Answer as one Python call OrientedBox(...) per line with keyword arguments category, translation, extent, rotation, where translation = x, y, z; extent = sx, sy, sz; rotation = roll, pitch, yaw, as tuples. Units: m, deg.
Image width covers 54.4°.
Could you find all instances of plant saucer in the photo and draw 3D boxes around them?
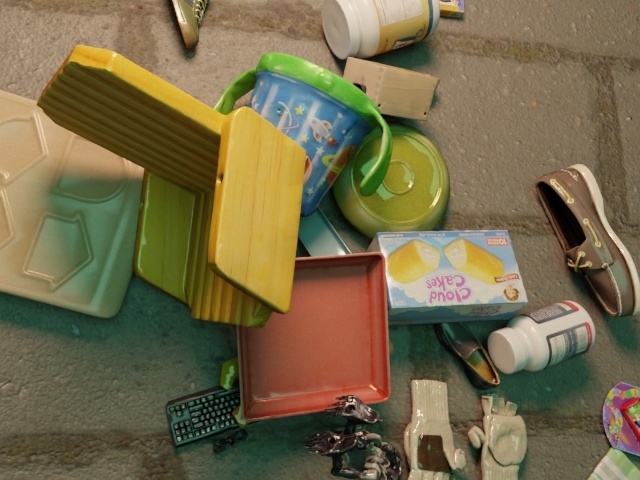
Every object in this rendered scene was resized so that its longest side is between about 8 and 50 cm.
OrientedBox(category="plant saucer", translation=(-0.014, 0.154, 1.040), extent=(0.258, 0.048, 0.259), rotation=(-4, 95, -16))
OrientedBox(category="plant saucer", translation=(0.000, 0.000, 1.130), extent=(0.067, 0.018, 0.192), rotation=(-26, 61, -17))
OrientedBox(category="plant saucer", translation=(0.141, -0.116, 1.175), extent=(0.241, 0.037, 0.241), rotation=(2, 81, -13))

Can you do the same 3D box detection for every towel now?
OrientedBox(category="towel", translation=(0.561, 0.487, 1.190), extent=(0.113, 0.023, 0.152), rotation=(45, 72, -2))

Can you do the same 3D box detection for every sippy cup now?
OrientedBox(category="sippy cup", translation=(-0.046, -0.170, 1.085), extent=(0.240, 0.305, 0.224), rotation=(27, 88, -31))

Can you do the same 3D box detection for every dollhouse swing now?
OrientedBox(category="dollhouse swing", translation=(-0.243, -0.051, 0.885), extent=(0.305, 0.347, 0.315), rotation=(10, 82, -33))

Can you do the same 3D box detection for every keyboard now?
OrientedBox(category="keyboard", translation=(-0.163, 0.302, 1.059), extent=(0.180, 0.023, 0.108), rotation=(-14, 82, -15))

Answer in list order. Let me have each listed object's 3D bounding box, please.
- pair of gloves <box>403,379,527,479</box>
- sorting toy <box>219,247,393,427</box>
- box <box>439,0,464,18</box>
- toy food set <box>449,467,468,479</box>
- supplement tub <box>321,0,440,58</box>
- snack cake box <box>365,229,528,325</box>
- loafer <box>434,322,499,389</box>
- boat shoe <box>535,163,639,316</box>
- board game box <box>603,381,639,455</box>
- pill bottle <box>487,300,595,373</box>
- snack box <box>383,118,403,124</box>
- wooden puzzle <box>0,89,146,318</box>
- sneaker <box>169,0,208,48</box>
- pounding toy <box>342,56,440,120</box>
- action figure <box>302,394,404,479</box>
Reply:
OrientedBox(category="pair of gloves", translation=(0.267, 0.367, 1.121), extent=(0.240, 0.042, 0.204), rotation=(16, 66, -12))
OrientedBox(category="sorting toy", translation=(-0.047, 0.179, 1.099), extent=(0.307, 0.041, 0.229), rotation=(-29, 86, -19))
OrientedBox(category="box", translation=(0.265, -0.551, 1.342), extent=(0.081, 0.028, 0.136), rotation=(2, 79, -13))
OrientedBox(category="toy food set", translation=(0.221, 0.460, 1.116), extent=(0.078, 0.019, 0.122), rotation=(23, 74, -8))
OrientedBox(category="supplement tub", translation=(0.117, -0.443, 1.222), extent=(0.200, 0.144, 0.144), rotation=(-22, 84, -16))
OrientedBox(category="snack cake box", translation=(0.229, 0.068, 1.149), extent=(0.264, 0.089, 0.152), rotation=(-1, 61, -14))
OrientedBox(category="loafer", translation=(0.279, 0.202, 1.164), extent=(0.062, 0.061, 0.170), rotation=(-37, 88, -17))
OrientedBox(category="boat shoe", translation=(0.531, 0.007, 1.242), extent=(0.097, 0.116, 0.324), rotation=(-15, 78, -11))
OrientedBox(category="board game box", translation=(0.640, 0.356, 1.224), extent=(0.169, 0.033, 0.133), rotation=(20, 68, -9))
OrientedBox(category="pill bottle", translation=(0.410, 0.185, 1.168), extent=(0.180, 0.108, 0.108), rotation=(-13, 81, -21))
OrientedBox(category="snack box", translation=(0.117, -0.166, 1.218), extent=(0.100, 0.037, 0.141), rotation=(-2, 80, -15))
OrientedBox(category="wooden puzzle", translation=(-0.465, -0.064, 1.042), extent=(0.348, 0.080, 0.322), rotation=(18, 75, -14))
OrientedBox(category="sneaker", translation=(-0.243, -0.461, 1.181), extent=(0.086, 0.064, 0.192), rotation=(-17, 79, -11))
OrientedBox(category="pounding toy", translation=(0.144, -0.290, 1.215), extent=(0.206, 0.181, 0.094), rotation=(2, 111, -32))
OrientedBox(category="action figure", translation=(0.060, 0.378, 1.033), extent=(0.164, 0.141, 0.275), rotation=(-58, 138, -42))
